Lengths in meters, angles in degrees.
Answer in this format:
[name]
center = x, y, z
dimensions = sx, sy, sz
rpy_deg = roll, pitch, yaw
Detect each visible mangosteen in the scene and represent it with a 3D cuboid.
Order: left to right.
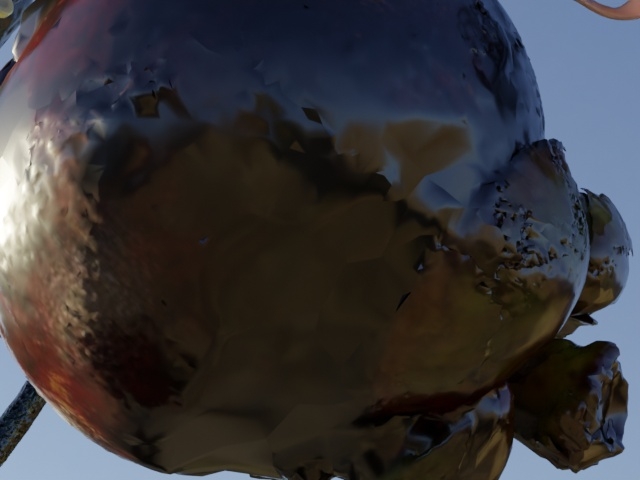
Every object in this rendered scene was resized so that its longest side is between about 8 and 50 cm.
[mangosteen]
center = -0.007, -0.018, 1.226
dimensions = 0.421, 0.381, 0.381
rpy_deg = 25, -28, -23

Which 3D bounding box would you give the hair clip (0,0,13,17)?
[hair clip]
center = -0.293, -0.307, 1.782
dimensions = 0.072, 0.226, 0.034
rpy_deg = 17, 11, 33

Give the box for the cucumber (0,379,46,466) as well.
[cucumber]
center = -0.311, 0.196, 1.926
dimensions = 0.032, 0.133, 0.032
rpy_deg = 24, -31, 15

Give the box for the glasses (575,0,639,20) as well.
[glasses]
center = 0.242, -0.154, 1.243
dimensions = 0.095, 0.162, 0.255
rpy_deg = -52, -18, 22

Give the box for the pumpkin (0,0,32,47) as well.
[pumpkin]
center = -0.440, -0.316, 1.939
dimensions = 0.363, 0.363, 0.266
rpy_deg = -9, 14, 27
